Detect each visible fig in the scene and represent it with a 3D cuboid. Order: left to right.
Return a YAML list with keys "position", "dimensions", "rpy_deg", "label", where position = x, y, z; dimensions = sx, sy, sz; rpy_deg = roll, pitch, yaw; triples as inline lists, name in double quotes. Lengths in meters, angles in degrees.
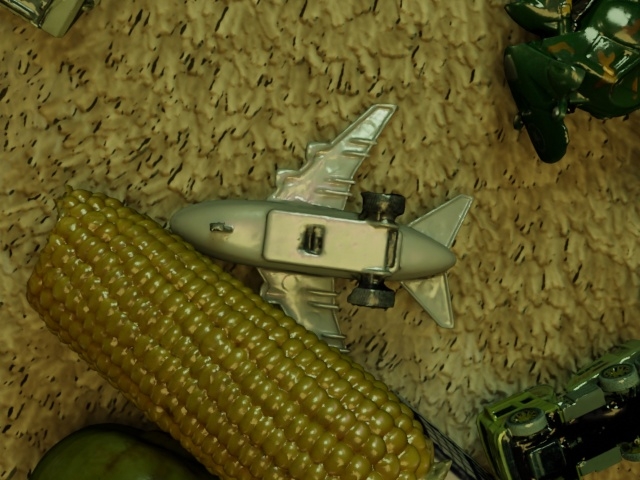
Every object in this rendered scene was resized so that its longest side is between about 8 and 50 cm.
- position: [-0.162, 0.265, 0.976]
  dimensions: [0.203, 0.203, 0.225]
  rpy_deg: [26, 91, -11]
  label: "fig"

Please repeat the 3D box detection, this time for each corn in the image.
- position: [-0.079, 0.104, 0.932]
  dimensions: [0.387, 0.144, 0.144]
  rpy_deg: [33, 97, 11]
  label: "corn"

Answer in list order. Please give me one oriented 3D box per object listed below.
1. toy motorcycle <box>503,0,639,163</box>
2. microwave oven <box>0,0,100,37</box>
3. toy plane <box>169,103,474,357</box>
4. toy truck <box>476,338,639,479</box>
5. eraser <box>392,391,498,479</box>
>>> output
- position: [0.268, -0.136, 0.987]
  dimensions: [0.275, 0.125, 0.187]
  rpy_deg: [18, 90, -10]
  label: "toy motorcycle"
- position: [-0.201, -0.304, 0.863]
  dimensions: [0.194, 0.145, 0.240]
  rpy_deg: [30, 108, -15]
  label: "microwave oven"
- position: [0.001, 0.000, 0.991]
  dimensions: [0.255, 0.101, 0.251]
  rpy_deg: [8, 89, -8]
  label: "toy plane"
- position: [0.230, 0.152, 1.044]
  dimensions: [0.191, 0.116, 0.085]
  rpy_deg: [-24, 103, -11]
  label: "toy truck"
- position: [0.153, 0.267, 1.051]
  dimensions: [0.287, 0.130, 0.086]
  rpy_deg: [42, 96, -14]
  label: "eraser"
